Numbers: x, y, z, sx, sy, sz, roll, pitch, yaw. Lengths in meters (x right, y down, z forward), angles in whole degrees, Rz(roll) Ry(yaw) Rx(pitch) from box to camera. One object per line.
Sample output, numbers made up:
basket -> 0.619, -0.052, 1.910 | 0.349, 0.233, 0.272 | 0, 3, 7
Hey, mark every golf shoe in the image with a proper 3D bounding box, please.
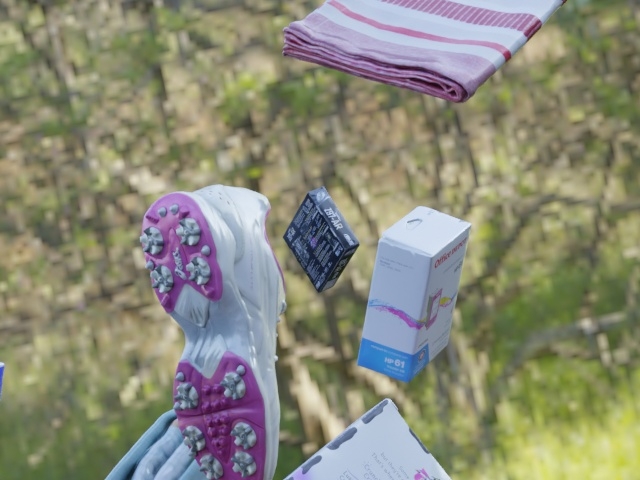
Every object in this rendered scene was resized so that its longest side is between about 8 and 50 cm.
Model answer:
golf shoe -> -0.074, 0.092, 1.845 | 0.115, 0.306, 0.140 | 1, 15, 38

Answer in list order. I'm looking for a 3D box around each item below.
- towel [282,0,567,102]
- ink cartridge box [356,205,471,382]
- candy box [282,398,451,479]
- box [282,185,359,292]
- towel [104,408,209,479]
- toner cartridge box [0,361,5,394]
towel -> 0.140, -0.268, 2.146 | 0.237, 0.037, 0.329 | 18, 43, 28
ink cartridge box -> 0.079, 0.044, 1.628 | 0.052, 0.122, 0.088 | 18, 27, 20
candy box -> 0.027, 0.244, 1.485 | 0.196, 0.165, 0.070 | -35, -6, -37
box -> 0.000, 0.000, 1.782 | 0.018, 0.067, 0.083 | -22, -21, -30
towel -> -0.172, 0.391, 1.957 | 0.090, 0.320, 0.374 | 15, 50, 35
toner cartridge box -> -0.452, 0.149, 1.769 | 0.165, 0.075, 0.348 | 11, 7, 22
